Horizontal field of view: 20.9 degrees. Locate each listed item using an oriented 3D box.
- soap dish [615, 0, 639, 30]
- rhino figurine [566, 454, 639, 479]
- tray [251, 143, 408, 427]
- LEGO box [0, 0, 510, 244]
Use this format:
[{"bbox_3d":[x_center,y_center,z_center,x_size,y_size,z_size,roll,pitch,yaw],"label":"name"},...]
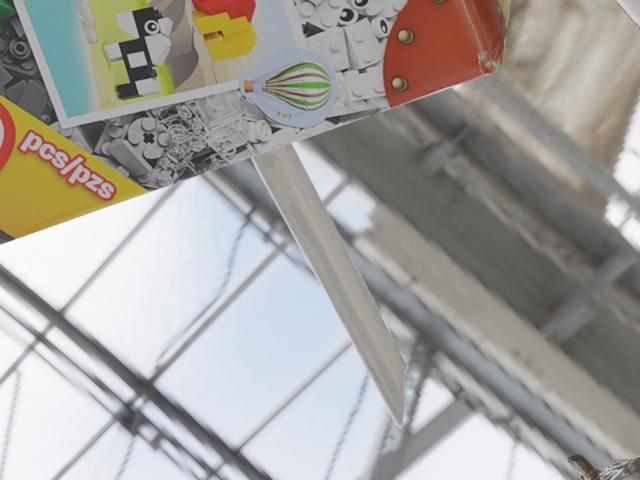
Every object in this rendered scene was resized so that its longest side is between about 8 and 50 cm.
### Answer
[{"bbox_3d":[0.266,-0.284,1.085,0.229,0.291,0.118,48,-150,-9],"label":"soap dish"},{"bbox_3d":[0.255,0.185,1.248,0.106,0.243,0.073,-14,-82,-24],"label":"rhino figurine"},{"bbox_3d":[0.000,0.000,1.259,0.270,0.030,0.145,62,-178,-32],"label":"tray"},{"bbox_3d":[-0.162,-0.276,0.886,0.193,0.372,0.500,-73,-39,-62],"label":"LEGO box"}]
